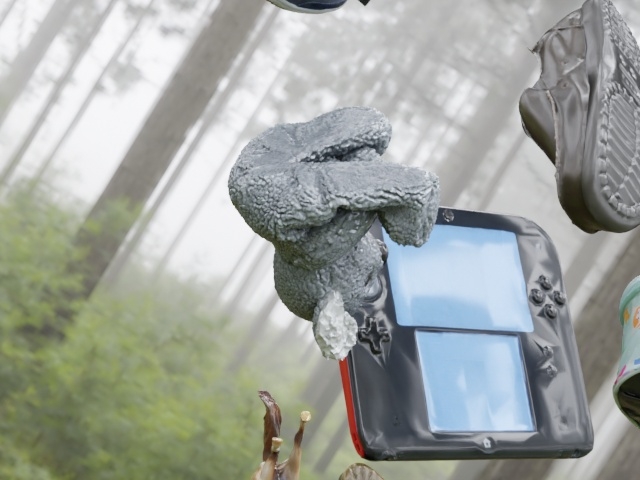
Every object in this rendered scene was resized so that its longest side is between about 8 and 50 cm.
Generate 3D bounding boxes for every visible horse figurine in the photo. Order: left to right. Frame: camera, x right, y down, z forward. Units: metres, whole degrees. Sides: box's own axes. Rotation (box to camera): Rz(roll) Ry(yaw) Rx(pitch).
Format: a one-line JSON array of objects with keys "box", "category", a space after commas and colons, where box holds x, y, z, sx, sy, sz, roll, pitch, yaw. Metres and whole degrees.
[{"box": [-0.056, 0.311, 1.561, 0.066, 0.174, 0.263, 9, 49, -10], "category": "horse figurine"}]

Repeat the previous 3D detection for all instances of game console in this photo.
[{"box": [0.182, 0.117, 1.729, 0.386, 0.060, 0.342, 5, 62, -32], "category": "game console"}]

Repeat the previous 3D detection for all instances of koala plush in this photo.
[{"box": [0.000, 0.000, 1.422, 0.203, 0.221, 0.196, -11, 38, -17], "category": "koala plush"}]

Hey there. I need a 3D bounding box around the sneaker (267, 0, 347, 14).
[{"box": [-0.021, -0.326, 1.418, 0.153, 0.099, 0.282, 2, -17, 42], "category": "sneaker"}]

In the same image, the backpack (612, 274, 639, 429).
[{"box": [0.380, 0.093, 1.126, 0.253, 0.191, 0.225, -17, -39, 34], "category": "backpack"}]

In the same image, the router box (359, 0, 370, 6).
[{"box": [-0.007, -0.447, 1.773, 0.243, 0.081, 0.309, 39, 17, -12], "category": "router box"}]

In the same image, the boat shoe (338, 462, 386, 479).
[{"box": [0.082, 0.328, 1.593, 0.152, 0.056, 0.049, 48, -23, 2], "category": "boat shoe"}]

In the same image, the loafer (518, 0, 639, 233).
[{"box": [0.177, -0.077, 0.899, 0.080, 0.078, 0.220, 47, 34, -26], "category": "loafer"}]
